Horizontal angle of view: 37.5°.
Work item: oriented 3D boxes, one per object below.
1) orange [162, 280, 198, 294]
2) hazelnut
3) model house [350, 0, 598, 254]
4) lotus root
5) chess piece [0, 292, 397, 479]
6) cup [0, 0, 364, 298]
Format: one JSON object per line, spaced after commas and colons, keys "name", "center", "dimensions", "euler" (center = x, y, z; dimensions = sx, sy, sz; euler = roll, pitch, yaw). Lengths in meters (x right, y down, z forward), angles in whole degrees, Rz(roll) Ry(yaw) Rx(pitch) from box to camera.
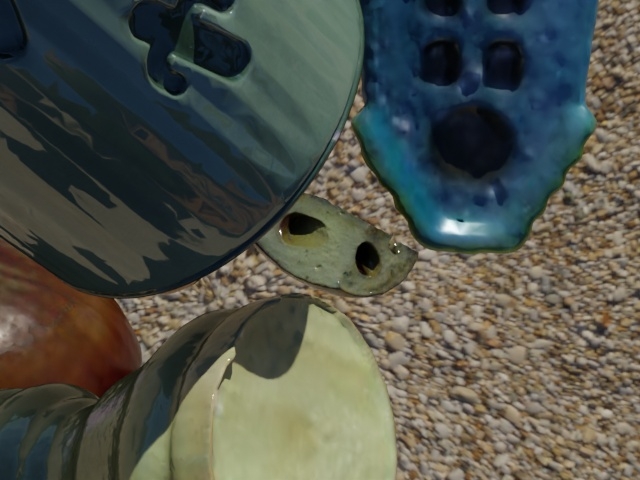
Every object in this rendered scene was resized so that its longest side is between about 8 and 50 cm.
{"name": "orange", "center": [-0.278, -0.014, 1.643], "dimensions": [0.193, 0.219, 0.219], "euler": [9, 85, 14]}
{"name": "hazelnut", "center": [-0.452, 0.180, 1.377], "dimensions": [0.402, 0.429, 0.402], "euler": [-5, 111, -14]}
{"name": "model house", "center": [0.137, -0.135, 0.835], "dimensions": [0.215, 0.237, 0.303], "euler": [-2, 105, 11]}
{"name": "lotus root", "center": [-0.004, 0.004, 1.610], "dimensions": [0.210, 0.314, 0.142], "euler": [27, 91, -48]}
{"name": "chess piece", "center": [-0.168, 0.194, 0.815], "dimensions": [0.442, 0.234, 0.234], "euler": [-15, 87, 37]}
{"name": "cup", "center": [-0.170, -0.212, 0.593], "dimensions": [0.310, 0.392, 0.401], "euler": [10, 70, 36]}
